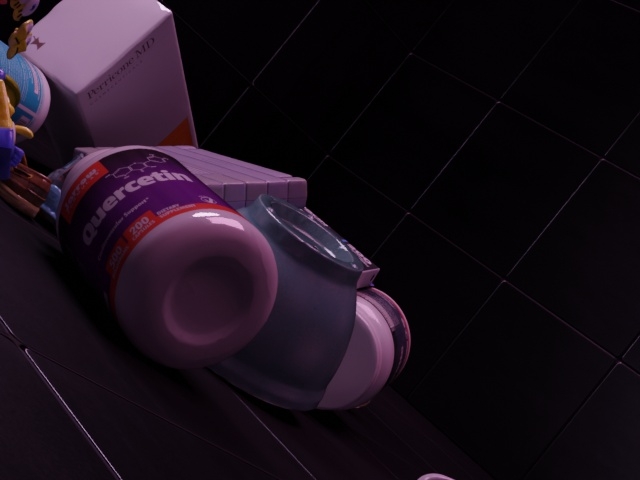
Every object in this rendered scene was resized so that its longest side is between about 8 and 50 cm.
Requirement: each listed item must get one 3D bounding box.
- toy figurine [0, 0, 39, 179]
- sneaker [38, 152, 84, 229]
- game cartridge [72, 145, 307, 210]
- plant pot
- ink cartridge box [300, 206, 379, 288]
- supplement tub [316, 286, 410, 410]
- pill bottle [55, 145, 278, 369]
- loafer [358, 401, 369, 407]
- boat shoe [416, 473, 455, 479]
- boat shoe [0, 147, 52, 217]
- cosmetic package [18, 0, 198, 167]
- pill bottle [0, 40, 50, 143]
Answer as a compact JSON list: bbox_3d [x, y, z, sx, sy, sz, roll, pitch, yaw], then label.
[{"bbox_3d":[-0.429,-0.141,1.383,0.191,0.217,0.362,-3,-17,-20],"label":"toy figurine"},{"bbox_3d":[-0.308,-0.054,1.659,0.104,0.125,0.262,40,0,9],"label":"sneaker"},{"bbox_3d":[-0.214,-0.094,1.819,0.230,0.068,0.355,-9,17,-34],"label":"game cartridge"},{"bbox_3d":[-0.065,0.062,1.594,0.293,0.196,0.293,35,11,-8],"label":"plant pot"},{"bbox_3d":[0.000,0.000,1.936,0.206,0.045,0.208,41,10,12],"label":"ink cartridge box"},{"bbox_3d":[0.036,0.172,1.912,0.191,0.191,0.272,39,9,10],"label":"supplement tub"},{"bbox_3d":[-0.192,0.002,1.346,0.181,0.181,0.323,39,-1,-37],"label":"pill bottle"},{"bbox_3d":[0.031,0.240,2.166,0.092,0.102,0.268,32,-4,31],"label":"loafer"},{"bbox_3d":[0.193,0.384,1.472,0.258,0.095,0.084,50,-7,-15],"label":"boat shoe"},{"bbox_3d":[-0.412,-0.098,1.542,0.178,0.060,0.064,39,0,32],"label":"boat shoe"},{"bbox_3d":[-0.372,-0.251,2.125,0.161,0.230,0.453,39,-19,18],"label":"cosmetic package"},{"bbox_3d":[-0.529,-0.246,1.778,0.146,0.146,0.264,39,-1,18],"label":"pill bottle"}]
